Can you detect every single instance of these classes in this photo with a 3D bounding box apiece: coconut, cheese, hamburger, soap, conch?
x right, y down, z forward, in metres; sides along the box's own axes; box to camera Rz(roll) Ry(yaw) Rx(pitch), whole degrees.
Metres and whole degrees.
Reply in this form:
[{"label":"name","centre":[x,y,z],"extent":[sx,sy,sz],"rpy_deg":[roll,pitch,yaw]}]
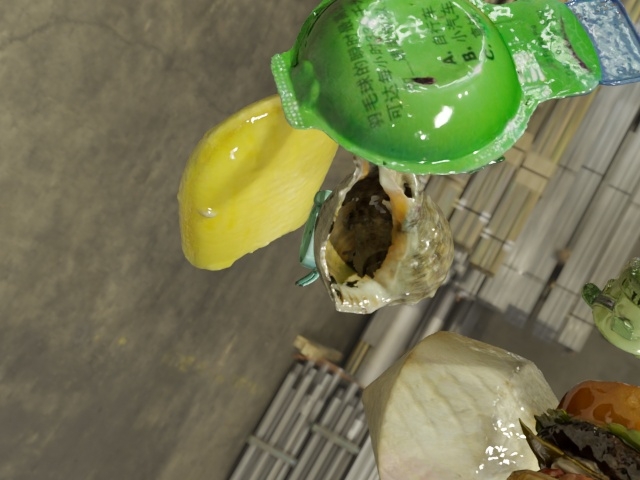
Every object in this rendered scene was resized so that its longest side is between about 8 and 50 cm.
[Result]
[{"label":"coconut","centre":[0.204,0.284,1.390],"extent":[0.329,0.328,0.329],"rpy_deg":[-55,164,-25]},{"label":"cheese","centre":[0.120,-0.146,0.736],"extent":[0.320,0.204,0.083],"rpy_deg":[-10,154,-13]},{"label":"hamburger","centre":[0.307,0.290,0.879],"extent":[0.225,0.291,0.291],"rpy_deg":[-46,161,-17]},{"label":"soap","centre":[-0.107,-0.113,1.535],"extent":[0.306,0.115,0.427],"rpy_deg":[-19,157,-23]},{"label":"conch","centre":[0.058,-0.006,0.867],"extent":[0.207,0.130,0.155],"rpy_deg":[79,32,-48]}]

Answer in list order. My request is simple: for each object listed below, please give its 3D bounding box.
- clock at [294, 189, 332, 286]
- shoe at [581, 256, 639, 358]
[{"label":"clock","centre":[0.000,0.000,1.202],"extent":[0.101,0.041,0.135],"rpy_deg":[-174,-81,-80]},{"label":"shoe","centre":[0.463,0.091,1.289],"extent":[0.128,0.140,0.262],"rpy_deg":[-41,164,17]}]
